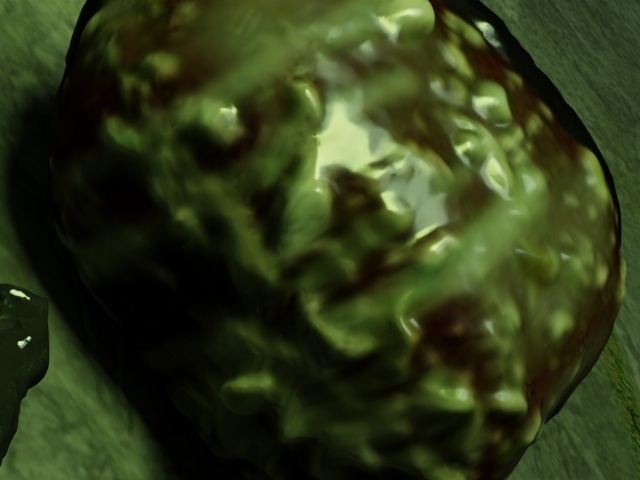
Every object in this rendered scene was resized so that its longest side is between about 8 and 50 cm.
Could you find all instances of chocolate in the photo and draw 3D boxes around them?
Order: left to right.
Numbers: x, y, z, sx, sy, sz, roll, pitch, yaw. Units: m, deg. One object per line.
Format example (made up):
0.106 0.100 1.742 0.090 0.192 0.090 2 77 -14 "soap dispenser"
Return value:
0.000 0.000 0.983 0.340 0.225 0.210 51 32 -8 "chocolate"

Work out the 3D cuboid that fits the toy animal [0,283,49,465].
-0.209 0.024 0.719 0.225 0.094 0.121 42 35 -29 "toy animal"
